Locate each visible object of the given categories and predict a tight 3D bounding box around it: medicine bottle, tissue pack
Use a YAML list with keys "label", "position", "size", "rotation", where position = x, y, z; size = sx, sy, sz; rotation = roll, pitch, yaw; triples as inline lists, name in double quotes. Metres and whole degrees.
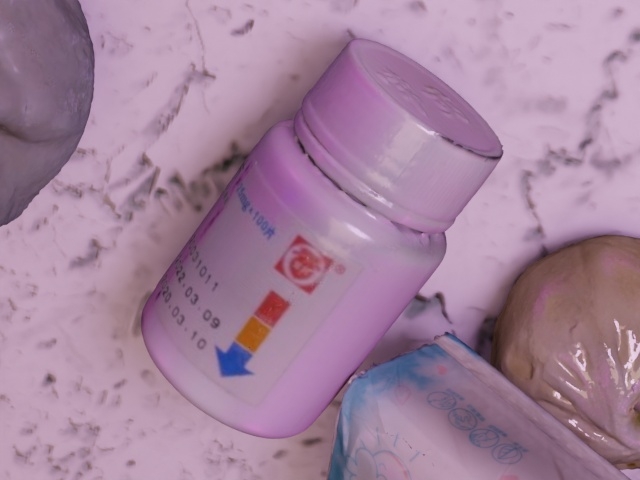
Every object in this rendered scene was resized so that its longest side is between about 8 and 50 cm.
- label: "medicine bottle"
  position: [0.000, 0.000, 1.043]
  size: [0.152, 0.152, 0.254]
  rotation: [31, 110, -14]
- label: "tissue pack"
  position: [0.123, 0.219, 1.037]
  size: [0.124, 0.271, 0.201]
  rotation: [-23, 135, -33]

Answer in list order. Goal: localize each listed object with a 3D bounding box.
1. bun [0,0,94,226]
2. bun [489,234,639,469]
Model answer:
- label: "bun"
  position: [-0.320, -0.116, 0.950]
  size: [0.354, 0.194, 0.354]
  rotation: [-3, 121, -6]
- label: "bun"
  position: [0.221, 0.095, 1.101]
  size: [0.193, 0.128, 0.178]
  rotation: [16, 113, -10]
